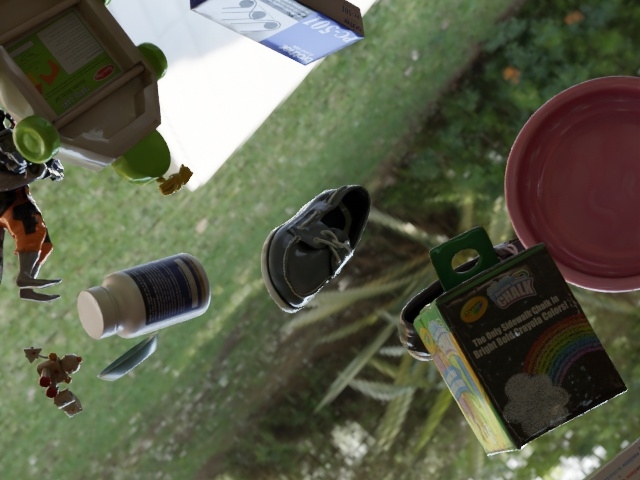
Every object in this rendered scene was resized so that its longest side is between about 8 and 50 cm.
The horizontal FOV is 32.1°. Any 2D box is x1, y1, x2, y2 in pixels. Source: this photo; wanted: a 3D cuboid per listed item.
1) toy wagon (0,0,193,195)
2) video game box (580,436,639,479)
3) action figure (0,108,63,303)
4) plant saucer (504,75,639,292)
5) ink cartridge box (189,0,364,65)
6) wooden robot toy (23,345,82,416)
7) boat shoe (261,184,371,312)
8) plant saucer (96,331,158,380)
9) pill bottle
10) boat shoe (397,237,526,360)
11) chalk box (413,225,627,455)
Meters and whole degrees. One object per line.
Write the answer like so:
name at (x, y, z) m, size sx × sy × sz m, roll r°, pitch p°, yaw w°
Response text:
toy wagon at (-0.294, -0.188, 1.379) m, size 0.068 × 0.344 × 0.267 m, roll -28°, pitch -167°, yaw 38°
video game box at (0.360, 0.336, 1.472) m, size 0.187 × 0.048 × 0.205 m, roll -25°, pitch 159°, yaw -32°
action figure at (-0.491, -0.071, 1.708) m, size 0.178 × 0.330 × 0.341 m, roll -18°, pitch 174°, yaw -3°
plant saucer at (0.456, -0.084, 1.717) m, size 0.332 × 0.332 × 0.084 m, roll -51°, pitch 160°, yaw 9°
ink cartridge box at (-0.048, -0.272, 1.307) m, size 0.097 × 0.046 × 0.207 m, roll -21°, pitch 157°, yaw 35°
wooden robot toy at (-0.451, 0.237, 1.962) m, size 0.079 × 0.173 × 0.076 m, roll -27°, pitch -150°, yaw -4°
boat shoe at (0.000, 0.000, 1.761) m, size 0.099 × 0.116 × 0.319 m, roll -28°, pitch -166°, yaw 30°
plant saucer at (-0.303, 0.190, 1.780) m, size 0.119 × 0.021 × 0.119 m, roll -35°, pitch -174°, yaw 4°
pill bottle at (-0.245, 0.081, 1.539) m, size 0.169 × 0.094 × 0.094 m, roll -17°, pitch 151°, yaw -39°
boat shoe at (0.275, 0.078, 1.873) m, size 0.335 × 0.112 × 0.095 m, roll -35°, pitch 139°, yaw -9°
chalk box at (0.251, 0.126, 1.533) m, size 0.180 × 0.289 × 0.179 m, roll -26°, pitch 170°, yaw -11°
